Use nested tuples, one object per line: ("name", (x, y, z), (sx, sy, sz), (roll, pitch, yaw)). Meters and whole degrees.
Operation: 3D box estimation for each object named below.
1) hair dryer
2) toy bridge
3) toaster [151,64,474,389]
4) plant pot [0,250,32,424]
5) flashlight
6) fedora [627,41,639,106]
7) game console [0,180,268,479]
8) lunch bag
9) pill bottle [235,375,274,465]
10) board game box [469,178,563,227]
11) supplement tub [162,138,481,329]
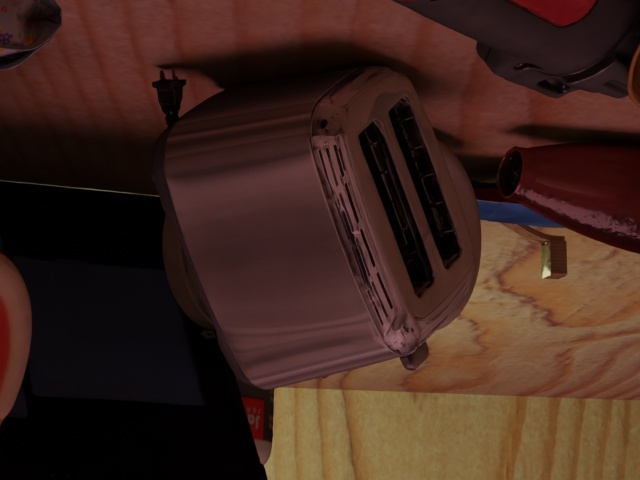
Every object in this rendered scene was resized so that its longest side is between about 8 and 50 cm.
("hair dryer", (0.268, -0.055, 1.298), (0.293, 0.080, 0.223), (-6, 152, 14))
("toy bridge", (0.111, -0.003, 1.559), (0.188, 0.063, 0.026), (2, 170, -11))
("toaster", (-0.002, -0.019, 1.184), (0.146, 0.227, 0.129), (-10, -162, 34))
("plant pot", (-0.326, 0.048, 1.128), (0.243, 0.275, 0.275), (26, 180, 23))
("flashlight", (0.075, -0.131, 0.781), (0.103, 0.103, 0.304), (5, 177, 32))
("fedora", (0.236, -0.089, 0.840), (0.194, 0.079, 0.194), (-19, 157, -8))
("game console", (-0.234, 0.071, 1.401), (0.342, 0.060, 0.386), (1, -145, -16))
("lunch bag", (-0.189, -0.116, 1.015), (0.071, 0.053, 0.083), (-4, 178, 35))
("pill bottle", (-0.120, 0.125, 1.693), (0.161, 0.283, 0.161), (1, 170, 0))
("board game box", (0.137, -0.037, 1.461), (0.168, 0.033, 0.133), (7, 175, 1))
("supplement tub", (0.000, 0.000, 1.366), (0.199, 0.144, 0.144), (-5, 168, 34))
